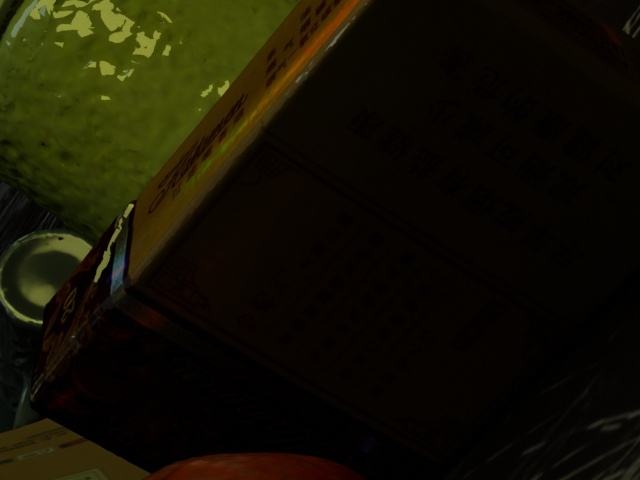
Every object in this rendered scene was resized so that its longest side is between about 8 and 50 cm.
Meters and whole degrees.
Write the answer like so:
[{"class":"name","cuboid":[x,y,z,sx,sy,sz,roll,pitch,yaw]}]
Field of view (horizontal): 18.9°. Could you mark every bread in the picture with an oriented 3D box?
[{"class":"bread","cuboid":[-0.136,-0.131,1.766,0.348,0.308,0.348,-58,-2,-4]}]

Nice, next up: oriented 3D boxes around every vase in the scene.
[{"class":"vase","cuboid":[-0.231,0.123,1.711,0.301,0.156,0.251,94,-169,-55]}]

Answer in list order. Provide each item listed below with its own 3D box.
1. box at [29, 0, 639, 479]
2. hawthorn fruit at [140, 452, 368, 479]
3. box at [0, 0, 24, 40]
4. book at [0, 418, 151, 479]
[{"class":"box","cuboid":[0.027,0.007,1.243,0.415,0.264,0.115,-49,22,27]},{"class":"hawthorn fruit","cuboid":[-0.004,0.225,1.076,0.272,0.242,0.242,-26,30,20]},{"class":"box","cuboid":[-0.305,-0.209,1.860,0.168,0.071,0.259,-59,-8,21]},{"class":"book","cuboid":[-0.189,0.222,1.384,0.389,0.269,0.032,-145,43,-60]}]
